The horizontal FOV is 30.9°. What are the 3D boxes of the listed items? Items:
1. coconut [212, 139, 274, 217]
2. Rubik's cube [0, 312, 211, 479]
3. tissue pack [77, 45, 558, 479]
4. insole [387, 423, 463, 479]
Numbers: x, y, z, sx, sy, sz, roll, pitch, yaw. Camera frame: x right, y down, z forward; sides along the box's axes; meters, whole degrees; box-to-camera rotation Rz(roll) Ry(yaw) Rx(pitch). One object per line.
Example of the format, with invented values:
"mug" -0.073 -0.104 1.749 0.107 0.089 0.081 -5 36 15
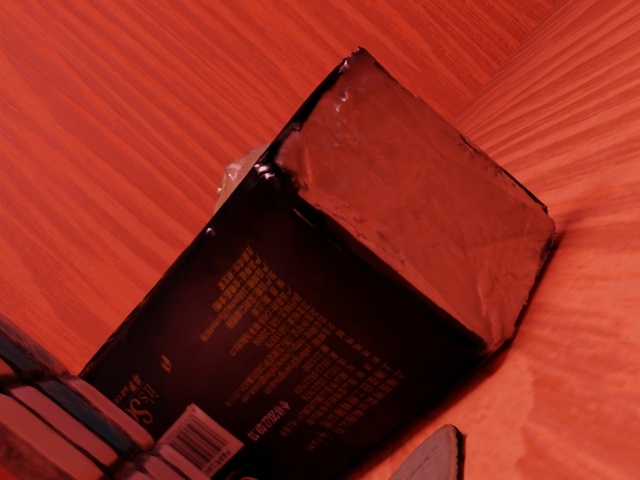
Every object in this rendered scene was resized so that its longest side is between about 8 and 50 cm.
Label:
"coconut" -0.001 0.002 1.136 0.227 0.230 0.227 -49 1 1
"Rubik's cube" -0.159 0.194 0.504 0.253 0.256 0.259 -51 1 -4
"tissue pack" -0.026 0.072 0.868 0.370 0.210 0.198 -45 10 40
"insole" 0.036 0.160 0.519 0.119 0.009 0.348 -49 2 11
